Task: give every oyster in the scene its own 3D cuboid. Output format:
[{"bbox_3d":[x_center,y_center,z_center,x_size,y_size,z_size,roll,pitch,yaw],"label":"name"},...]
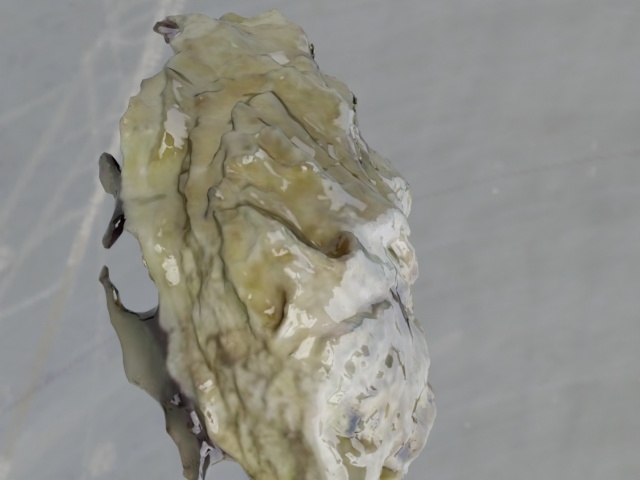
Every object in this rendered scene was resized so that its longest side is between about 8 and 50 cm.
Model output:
[{"bbox_3d":[-0.005,-0.008,0.409,0.133,0.072,0.209,50,29,-15],"label":"oyster"}]
